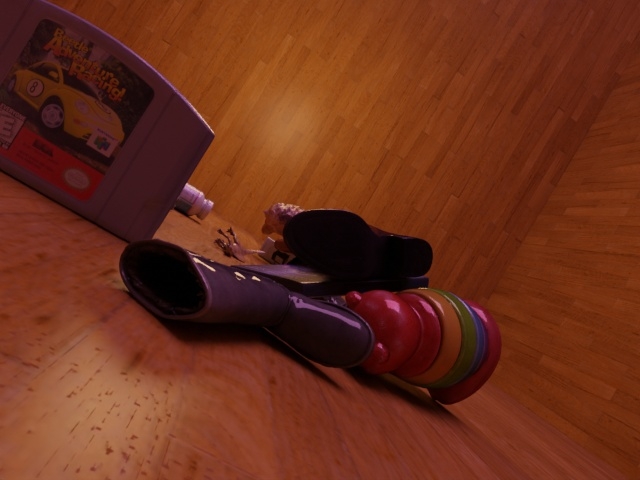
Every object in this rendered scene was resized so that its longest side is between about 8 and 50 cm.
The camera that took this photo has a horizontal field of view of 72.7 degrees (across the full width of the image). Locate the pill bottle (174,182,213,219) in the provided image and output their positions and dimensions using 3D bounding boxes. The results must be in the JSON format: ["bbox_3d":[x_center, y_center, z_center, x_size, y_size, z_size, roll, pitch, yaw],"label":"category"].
[{"bbox_3d":[-0.412,-0.129,1.319,0.160,0.087,0.087,33,-2,-24],"label":"pill bottle"}]

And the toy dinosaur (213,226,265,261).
[{"bbox_3d":[-0.207,0.018,1.050,0.093,0.053,0.183,47,9,12],"label":"toy dinosaur"}]

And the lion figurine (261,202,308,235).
[{"bbox_3d":[-0.007,0.014,1.439,0.392,0.142,0.240,36,8,9],"label":"lion figurine"}]

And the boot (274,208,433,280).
[{"bbox_3d":[0.000,0.000,0.728,0.263,0.096,0.280,2,2,-34],"label":"boot"}]

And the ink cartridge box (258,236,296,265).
[{"bbox_3d":[-0.112,0.072,1.514,0.175,0.073,0.127,30,-2,32],"label":"ink cartridge box"}]

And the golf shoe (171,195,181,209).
[{"bbox_3d":[-0.459,-0.149,1.181,0.176,0.069,0.086,29,3,32],"label":"golf shoe"}]

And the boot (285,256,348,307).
[{"bbox_3d":[0.005,0.120,0.882,0.161,0.084,0.246,37,1,19],"label":"boot"}]

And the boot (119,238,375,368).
[{"bbox_3d":[-0.053,0.064,0.412,0.189,0.076,0.208,16,-15,21],"label":"boot"}]

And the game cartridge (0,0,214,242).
[{"bbox_3d":[-0.288,-0.149,0.510,0.294,0.196,0.060,32,-3,-11],"label":"game cartridge"}]

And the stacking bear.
[{"bbox_3d":[0.140,0.145,0.654,0.288,0.164,0.176,18,43,-44],"label":"stacking bear"}]

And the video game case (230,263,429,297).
[{"bbox_3d":[0.017,0.061,0.721,0.274,0.026,0.196,1,4,-40],"label":"video game case"}]
